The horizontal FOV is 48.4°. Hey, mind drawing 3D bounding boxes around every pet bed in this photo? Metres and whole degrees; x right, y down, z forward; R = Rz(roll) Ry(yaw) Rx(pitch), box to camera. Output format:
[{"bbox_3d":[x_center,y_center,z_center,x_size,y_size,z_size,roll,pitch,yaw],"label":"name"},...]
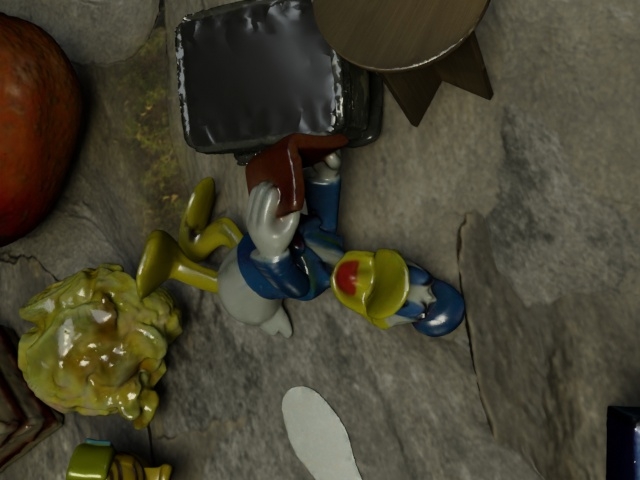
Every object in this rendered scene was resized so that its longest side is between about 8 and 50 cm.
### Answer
[{"bbox_3d":[-0.044,-0.189,0.832,0.211,0.159,0.183,-6,92,22],"label":"pet bed"}]

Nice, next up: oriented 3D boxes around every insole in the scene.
[{"bbox_3d":[0.014,0.251,0.794,0.065,0.004,0.197,-34,70,10],"label":"insole"}]

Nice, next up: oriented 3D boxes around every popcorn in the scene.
[{"bbox_3d":[-0.251,0.119,0.830,0.188,0.167,0.185,6,83,18],"label":"popcorn"}]

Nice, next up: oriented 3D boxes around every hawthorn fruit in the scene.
[{"bbox_3d":[-0.451,-0.110,0.887,0.285,0.285,0.368,2,84,20],"label":"hawthorn fruit"}]

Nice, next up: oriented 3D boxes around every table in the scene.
[{"bbox_3d":[0.107,-0.211,0.736,0.167,0.227,0.167,-4,79,19],"label":"table"}]

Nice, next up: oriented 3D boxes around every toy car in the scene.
[{"bbox_3d":[-0.232,0.349,0.777,0.143,0.200,0.247,9,72,-8],"label":"toy car"}]

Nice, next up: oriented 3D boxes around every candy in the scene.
[{"bbox_3d":[-0.512,0.253,0.912,0.321,0.135,0.179,-37,68,9],"label":"candy"}]

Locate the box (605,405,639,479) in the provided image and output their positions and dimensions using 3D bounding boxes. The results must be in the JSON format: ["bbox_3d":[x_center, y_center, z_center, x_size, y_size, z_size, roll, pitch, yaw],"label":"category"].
[{"bbox_3d":[0.288,0.276,0.554,0.116,0.261,0.278,-2,78,17],"label":"box"}]

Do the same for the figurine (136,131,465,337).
[{"bbox_3d":[0.000,0.000,0.757,0.338,0.283,0.204,21,44,4],"label":"figurine"}]
